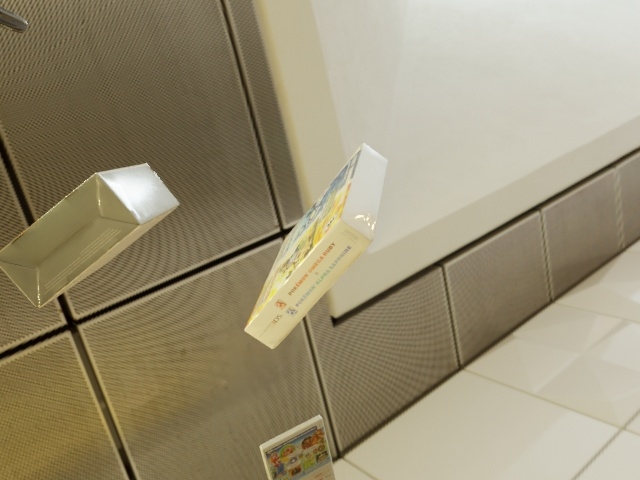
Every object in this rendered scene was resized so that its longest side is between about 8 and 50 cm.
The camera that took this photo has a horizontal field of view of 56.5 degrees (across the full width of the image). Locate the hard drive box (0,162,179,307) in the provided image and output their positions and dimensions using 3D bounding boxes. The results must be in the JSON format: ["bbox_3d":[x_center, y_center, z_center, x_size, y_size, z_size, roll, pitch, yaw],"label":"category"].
[{"bbox_3d":[-0.323,-0.018,0.865,0.181,0.232,0.089,-38,-82,5],"label":"hard drive box"}]

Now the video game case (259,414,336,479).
[{"bbox_3d":[-0.026,0.295,0.771,0.087,0.011,0.121,-21,-66,-23],"label":"video game case"}]

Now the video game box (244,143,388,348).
[{"bbox_3d":[0.000,0.000,0.697,0.048,0.205,0.187,33,-60,-8],"label":"video game box"}]

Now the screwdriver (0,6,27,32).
[{"bbox_3d":[-0.412,-0.275,0.687,0.024,0.025,0.170,-65,-18,9],"label":"screwdriver"}]
